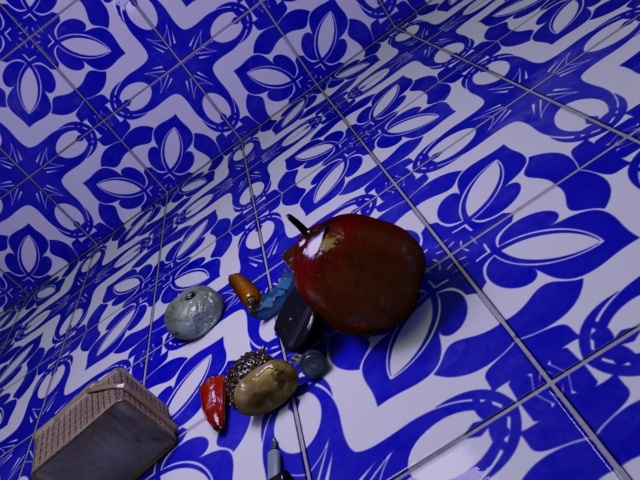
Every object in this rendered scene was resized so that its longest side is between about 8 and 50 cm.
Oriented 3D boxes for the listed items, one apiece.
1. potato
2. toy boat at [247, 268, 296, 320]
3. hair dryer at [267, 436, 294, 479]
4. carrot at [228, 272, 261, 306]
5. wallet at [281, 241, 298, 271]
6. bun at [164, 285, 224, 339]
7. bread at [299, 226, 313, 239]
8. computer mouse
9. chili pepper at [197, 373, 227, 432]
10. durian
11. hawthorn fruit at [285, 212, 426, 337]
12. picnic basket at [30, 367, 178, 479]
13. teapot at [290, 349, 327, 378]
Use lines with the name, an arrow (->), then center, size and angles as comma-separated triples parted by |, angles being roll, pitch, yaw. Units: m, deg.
potato -> -0.128, 0.350, 1.492 | 0.170, 0.107, 0.080 | -30, -8, 9
toy boat -> -0.139, 0.157, 1.837 | 0.185, 0.077, 0.075 | -50, 30, -22
hair dryer -> -0.102, 0.485, 1.321 | 0.100, 0.057, 0.198 | -33, 19, 9
carrot -> -0.237, 0.156, 1.973 | 0.067, 0.067, 0.225 | -42, 26, -7
wallet -> -0.066, 0.053, 1.968 | 0.095, 0.026, 0.176 | -38, 28, -2
bun -> -0.419, 0.225, 2.040 | 0.221, 0.108, 0.221 | -30, 28, 18
bread -> 0.000, 0.000, 1.907 | 0.149, 0.065, 0.188 | -6, 29, 26
computer mouse -> -0.045, 0.213, 1.625 | 0.147, 0.088, 0.264 | -60, 23, 4
chili pepper -> -0.264, 0.425, 1.597 | 0.088, 0.065, 0.169 | -49, 29, 14
durian -> -0.183, 0.333, 1.600 | 0.148, 0.091, 0.188 | -17, 32, 36
hawthorn fruit -> 0.063, 0.050, 1.462 | 0.285, 0.369, 0.285 | -49, 14, 16
picnic basket -> -0.555, 0.510, 1.633 | 0.313, 0.228, 0.175 | -40, 29, -3
teapot -> -0.029, 0.289, 1.501 | 0.057, 0.088, 0.066 | -114, 36, -84
